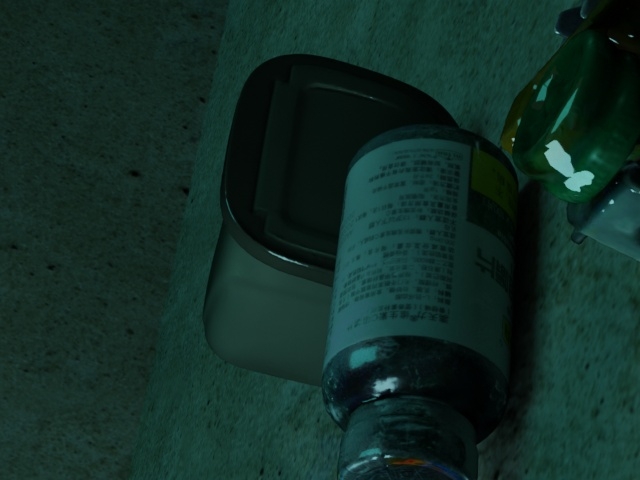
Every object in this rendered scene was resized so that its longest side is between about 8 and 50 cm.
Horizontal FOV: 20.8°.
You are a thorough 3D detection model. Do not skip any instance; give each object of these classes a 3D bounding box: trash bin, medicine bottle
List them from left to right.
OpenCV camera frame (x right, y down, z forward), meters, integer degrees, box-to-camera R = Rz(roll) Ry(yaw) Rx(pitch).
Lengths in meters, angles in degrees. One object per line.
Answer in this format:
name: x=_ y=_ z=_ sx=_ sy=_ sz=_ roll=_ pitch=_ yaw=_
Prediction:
trash bin: x=0.000 y=0.000 z=1.580 sx=0.250 sy=0.219 sz=0.220 roll=115 pitch=168 yaw=-55
medicine bottle: x=0.076 y=0.062 z=1.328 sx=0.141 sy=0.141 sz=0.293 roll=124 pitch=159 yaw=-51

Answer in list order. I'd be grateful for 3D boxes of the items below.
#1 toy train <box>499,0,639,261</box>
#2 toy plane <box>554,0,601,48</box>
toy train: x=0.241 y=-0.130 z=0.850 sx=0.429 sy=0.178 sz=0.249 roll=-51 pitch=15 yaw=56
toy plane: x=0.244 y=-0.237 z=1.168 sx=0.267 sy=0.088 sz=0.212 roll=-67 pitch=13 yaw=-14
